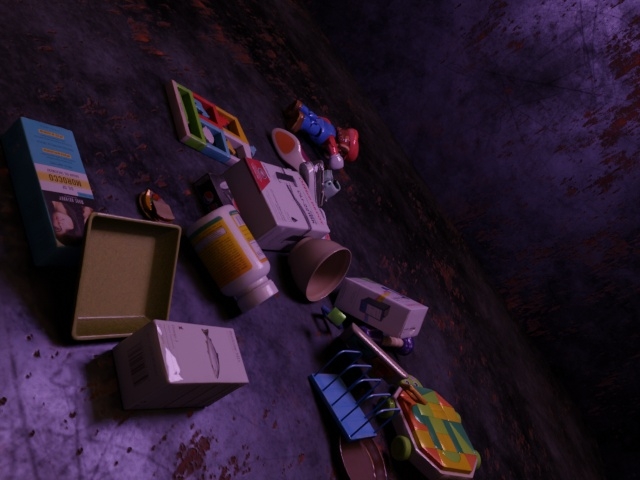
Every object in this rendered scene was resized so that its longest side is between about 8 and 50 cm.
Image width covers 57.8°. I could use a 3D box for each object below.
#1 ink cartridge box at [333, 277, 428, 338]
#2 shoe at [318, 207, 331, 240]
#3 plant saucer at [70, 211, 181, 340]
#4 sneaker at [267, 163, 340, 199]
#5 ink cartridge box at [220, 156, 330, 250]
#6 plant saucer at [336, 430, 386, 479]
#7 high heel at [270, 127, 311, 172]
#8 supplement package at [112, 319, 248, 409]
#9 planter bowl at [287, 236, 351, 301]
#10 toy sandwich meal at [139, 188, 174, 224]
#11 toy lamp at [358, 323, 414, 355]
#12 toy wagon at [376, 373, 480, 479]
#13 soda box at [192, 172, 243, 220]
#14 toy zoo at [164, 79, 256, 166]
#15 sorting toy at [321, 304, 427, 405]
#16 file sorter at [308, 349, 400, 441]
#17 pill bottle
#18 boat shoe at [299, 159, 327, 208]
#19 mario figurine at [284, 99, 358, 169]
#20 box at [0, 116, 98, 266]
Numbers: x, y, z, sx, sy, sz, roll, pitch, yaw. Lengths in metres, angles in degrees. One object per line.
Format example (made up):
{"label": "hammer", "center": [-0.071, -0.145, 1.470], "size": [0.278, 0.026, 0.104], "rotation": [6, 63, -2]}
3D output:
{"label": "ink cartridge box", "center": [0.170, 0.183, 1.601], "size": [0.212, 0.093, 0.154], "rotation": [27, 9, 28]}
{"label": "shoe", "center": [0.000, 0.000, 1.622], "size": [0.081, 0.063, 0.178], "rotation": [8, 81, -66]}
{"label": "plant saucer", "center": [-0.315, 0.057, 0.921], "size": [0.188, 0.045, 0.189], "rotation": [11, 87, -59]}
{"label": "sneaker", "center": [-0.050, -0.187, 1.700], "size": [0.255, 0.151, 0.094], "rotation": [28, 38, -47]}
{"label": "ink cartridge box", "center": [-0.116, -0.084, 1.487], "size": [0.272, 0.114, 0.197], "rotation": [7, 53, -62]}
{"label": "plant saucer", "center": [0.085, 0.484, 1.266], "size": [0.168, 0.029, 0.169], "rotation": [42, 28, -29]}
{"label": "high heel", "center": [-0.073, -0.258, 1.875], "size": [0.244, 0.082, 0.117], "rotation": [44, -5, 1]}
{"label": "supplement package", "center": [-0.221, 0.201, 0.931], "size": [0.179, 0.105, 0.105], "rotation": [20, 42, -55]}
{"label": "planter bowl", "center": [-0.015, 0.058, 1.481], "size": [0.109, 0.162, 0.162], "rotation": [38, 14, 27]}
{"label": "toy sandwich meal", "center": [-0.327, -0.068, 1.163], "size": [0.085, 0.029, 0.086], "rotation": [44, 27, -28]}
{"label": "toy lamp", "center": [0.177, 0.282, 1.646], "size": [0.274, 0.080, 0.080], "rotation": [25, 39, -55]}
{"label": "toy wagon", "center": [0.269, 0.466, 1.507], "size": [0.267, 0.068, 0.345], "rotation": [21, 30, -31]}
{"label": "soda box", "center": [-0.227, -0.071, 1.331], "size": [0.060, 0.053, 0.169], "rotation": [4, 57, -62]}
{"label": "toy zoo", "center": [-0.276, -0.288, 1.541], "size": [0.293, 0.030, 0.193], "rotation": [22, 41, -53]}
{"label": "sorting toy", "center": [0.120, 0.292, 1.425], "size": [0.347, 0.047, 0.196], "rotation": [43, -17, 7]}
{"label": "file sorter", "center": [0.080, 0.343, 1.296], "size": [0.118, 0.104, 0.170], "rotation": [19, 30, -54]}
{"label": "pill bottle", "center": [-0.178, 0.041, 1.204], "size": [0.209, 0.117, 0.117], "rotation": [57, 23, 1]}
{"label": "boat shoe", "center": [-0.015, -0.120, 1.649], "size": [0.070, 0.220, 0.077], "rotation": [-14, 30, -27]}
{"label": "mario figurine", "center": [0.000, -0.366, 2.120], "size": [0.320, 0.170, 0.198], "rotation": [26, 73, -33]}
{"label": "box", "center": [-0.429, -0.076, 0.936], "size": [0.100, 0.060, 0.244], "rotation": [10, 51, -59]}
